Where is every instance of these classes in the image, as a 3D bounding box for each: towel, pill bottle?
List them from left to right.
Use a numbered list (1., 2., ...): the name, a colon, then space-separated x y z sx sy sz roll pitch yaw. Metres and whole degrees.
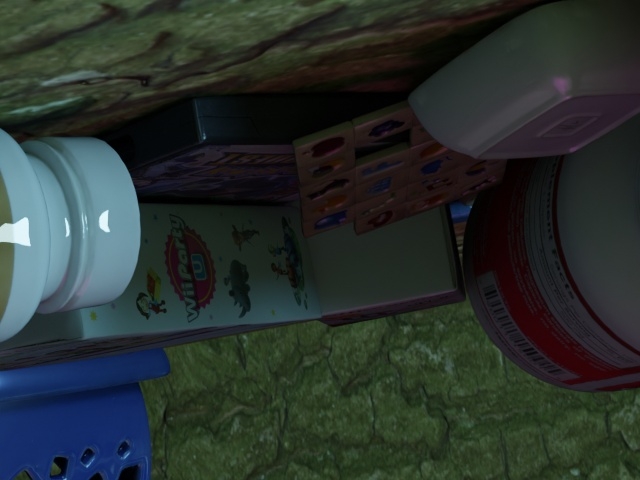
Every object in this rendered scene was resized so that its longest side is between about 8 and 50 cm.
1. pill bottle: -0.222 -0.002 0.991 0.229 0.131 0.131 -6 173 -39
2. towel: 0.100 -0.027 1.832 0.119 0.029 0.067 -11 174 5
3. pill bottle: 0.263 -0.009 1.332 0.229 0.229 0.407 -9 174 -12

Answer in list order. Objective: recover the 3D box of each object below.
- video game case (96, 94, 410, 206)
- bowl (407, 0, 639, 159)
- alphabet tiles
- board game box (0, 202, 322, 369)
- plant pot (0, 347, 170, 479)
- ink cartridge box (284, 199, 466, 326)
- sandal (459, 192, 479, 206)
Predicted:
1. video game case: -0.061 -0.055 1.247 0.275 0.035 0.248 -5 172 -45
2. bowl: 0.141 -0.091 1.072 0.142 0.053 0.142 -4 160 -40
3. alphabet tiles: 0.078 -0.060 1.224 0.198 0.009 0.237 -20 164 -5
4. board game box: -0.174 0.038 1.301 0.224 0.097 0.303 -13 175 29
5. plant pot: -0.284 0.140 1.579 0.236 0.212 0.236 -5 -149 -44
6. ink cartridge box: 0.047 -0.003 1.486 0.128 0.127 0.176 -11 173 6
7. sandal: 0.189 -0.047 1.697 0.072 0.049 0.180 -8 174 -25
